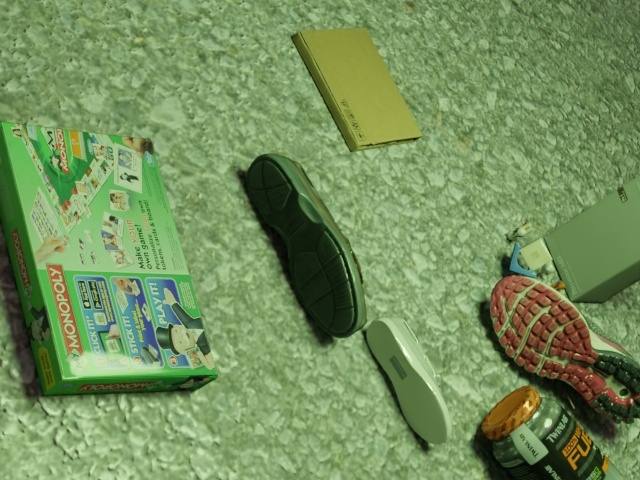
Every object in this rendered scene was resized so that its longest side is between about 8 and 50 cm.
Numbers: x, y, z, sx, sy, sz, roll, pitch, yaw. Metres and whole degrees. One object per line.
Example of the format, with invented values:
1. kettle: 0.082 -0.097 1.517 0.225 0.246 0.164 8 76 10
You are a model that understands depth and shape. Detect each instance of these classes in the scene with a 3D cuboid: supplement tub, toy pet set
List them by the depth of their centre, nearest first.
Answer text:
1. supplement tub: 0.315 0.296 1.862 0.190 0.117 0.117 48 39 -8
2. toy pet set: 0.326 0.038 2.131 0.122 0.065 0.114 60 4 4

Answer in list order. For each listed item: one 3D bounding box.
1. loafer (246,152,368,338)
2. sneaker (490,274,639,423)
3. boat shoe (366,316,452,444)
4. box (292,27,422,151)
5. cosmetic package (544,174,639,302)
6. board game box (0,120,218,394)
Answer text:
1. loafer: 0.000 0.000 1.785 0.084 0.096 0.267 -8 66 -54
2. sneaker: 0.365 0.160 2.036 0.299 0.121 0.112 41 11 -15
3. boat shoe: 0.127 0.182 1.807 0.063 0.066 0.184 -13 63 -48
4. box: 0.059 -0.232 2.070 0.164 0.021 0.201 -13 72 -49
5. cosmetic package: 0.487 -0.006 2.169 0.107 0.238 0.127 5 56 -47
6. board game box: -0.249 0.019 1.550 0.214 0.046 0.317 4 60 -43
